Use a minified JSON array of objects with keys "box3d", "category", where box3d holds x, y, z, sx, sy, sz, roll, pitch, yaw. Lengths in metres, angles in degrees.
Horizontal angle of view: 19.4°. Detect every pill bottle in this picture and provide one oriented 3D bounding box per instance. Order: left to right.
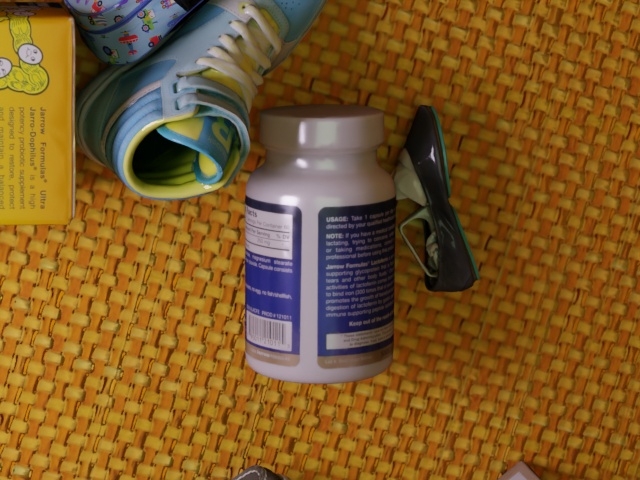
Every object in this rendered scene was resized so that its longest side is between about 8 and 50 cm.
[{"box3d":[0.000,0.000,1.884,0.153,0.153,0.265,-1,102,-11],"category":"pill bottle"}]

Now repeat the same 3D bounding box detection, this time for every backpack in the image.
[{"box3d":[-0.178,-0.261,1.792,0.173,0.158,0.117,-44,132,2],"category":"backpack"}]

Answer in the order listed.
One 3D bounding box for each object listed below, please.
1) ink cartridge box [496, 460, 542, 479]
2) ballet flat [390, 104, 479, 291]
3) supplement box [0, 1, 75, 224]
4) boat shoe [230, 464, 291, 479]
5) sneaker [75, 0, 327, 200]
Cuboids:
[{"box3d":[0.193,0.349,1.951,0.193,0.234,0.088,-39,105,-3],"category":"ink cartridge box"},{"box3d":[0.110,-0.037,1.944,0.074,0.074,0.203,-18,106,-8],"category":"ballet flat"},{"box3d":[-0.413,-0.124,1.754,0.356,0.194,0.195,-1,101,-12],"category":"supplement box"},{"box3d":[-0.156,0.341,1.943,0.305,0.109,0.091,-46,111,4],"category":"boat shoe"},{"box3d":[-0.083,-0.156,1.799,0.319,0.208,0.127,-43,122,2],"category":"sneaker"}]
